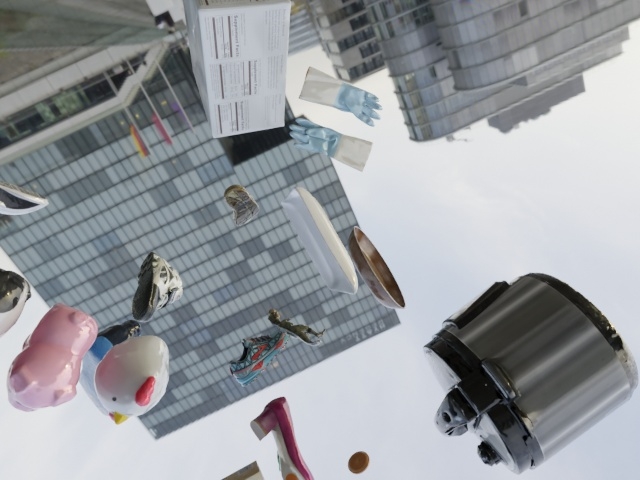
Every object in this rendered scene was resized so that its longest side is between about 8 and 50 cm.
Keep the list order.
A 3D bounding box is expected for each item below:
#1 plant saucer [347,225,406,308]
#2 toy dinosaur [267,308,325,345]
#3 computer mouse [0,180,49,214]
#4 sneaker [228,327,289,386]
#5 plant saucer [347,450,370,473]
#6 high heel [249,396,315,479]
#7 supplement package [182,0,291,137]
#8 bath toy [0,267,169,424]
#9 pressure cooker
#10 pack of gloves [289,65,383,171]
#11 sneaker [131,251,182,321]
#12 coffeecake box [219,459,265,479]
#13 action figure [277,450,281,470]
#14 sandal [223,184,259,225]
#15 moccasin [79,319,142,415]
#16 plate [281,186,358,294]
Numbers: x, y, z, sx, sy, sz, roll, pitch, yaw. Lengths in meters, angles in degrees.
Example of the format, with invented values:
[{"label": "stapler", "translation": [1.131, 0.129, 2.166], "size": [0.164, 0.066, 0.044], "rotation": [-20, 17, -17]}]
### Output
[{"label": "plant saucer", "translation": [0.095, 0.053, 0.853], "size": [0.029, 0.168, 0.168], "rotation": [-33, -157, 13]}, {"label": "toy dinosaur", "translation": [-0.058, 0.284, 1.499], "size": [0.268, 0.118, 0.064], "rotation": [16, -94, 45]}, {"label": "computer mouse", "translation": [-0.484, -0.072, 0.671], "size": [0.106, 0.193, 0.042], "rotation": [21, -92, 51]}, {"label": "sneaker", "translation": [-0.212, 0.373, 1.687], "size": [0.262, 0.125, 0.104], "rotation": [-47, -174, -32]}, {"label": "plant saucer", "translation": [0.133, 0.774, 1.691], "size": [0.083, 0.013, 0.083], "rotation": [-23, -153, 13]}, {"label": "high heel", "translation": [-0.058, 0.490, 1.140], "size": [0.117, 0.244, 0.082], "rotation": [-27, 160, -49]}, {"label": "supplement package", "translation": [-0.153, -0.356, 0.863], "size": [0.145, 0.262, 0.204], "rotation": [-13, -119, -15]}, {"label": "bath toy", "translation": [-0.343, 0.138, 0.587], "size": [0.151, 0.348, 0.129], "rotation": [-61, -151, -6]}, {"label": "pressure cooker", "translation": [0.445, 0.320, 1.136], "size": [0.420, 0.370, 0.375], "rotation": [-34, -161, -5]}, {"label": "pack of gloves", "translation": [0.037, -0.307, 1.245], "size": [0.195, 0.232, 0.046], "rotation": [-69, -158, 11]}, {"label": "sneaker", "translation": [-0.503, 0.158, 1.541], "size": [0.122, 0.146, 0.331], "rotation": [-48, -154, 15]}, {"label": "coffeecake box", "translation": [-0.173, 0.640, 1.127], "size": [0.142, 0.186, 0.068], "rotation": [-24, -176, -15]}, {"label": "action figure", "translation": [-0.121, 0.811, 1.827], "size": [0.063, 0.232, 0.137], "rotation": [-2, -123, 6]}, {"label": "sandal", "translation": [-0.200, -0.095, 1.203], "size": [0.072, 0.180, 0.049], "rotation": [-29, -114, -6]}, {"label": "moccasin", "translation": [-0.440, 0.286, 1.057], "size": [0.117, 0.138, 0.342], "rotation": [-40, 175, -42]}, {"label": "plate", "translation": [0.000, 0.000, 1.202], "size": [0.045, 0.278, 0.277], "rotation": [-30, -178, -12]}]
